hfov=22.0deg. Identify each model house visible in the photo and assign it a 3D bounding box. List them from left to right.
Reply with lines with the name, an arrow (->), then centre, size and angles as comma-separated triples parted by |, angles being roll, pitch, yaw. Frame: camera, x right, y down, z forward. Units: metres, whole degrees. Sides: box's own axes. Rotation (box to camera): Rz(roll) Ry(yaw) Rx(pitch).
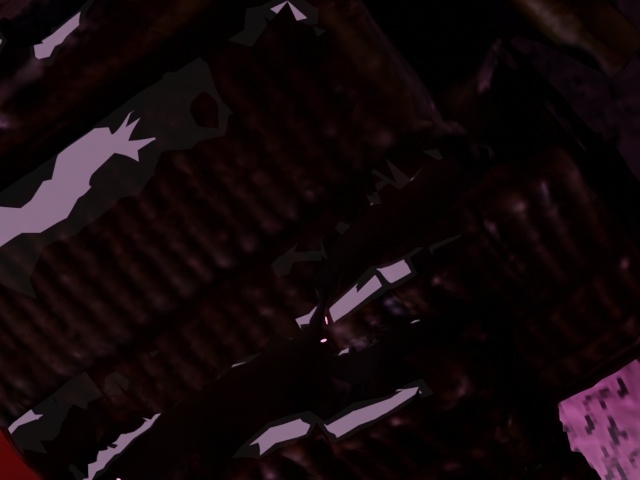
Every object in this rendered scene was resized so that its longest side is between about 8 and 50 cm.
model house -> 0.000, 0.000, 0.598 | 0.282, 0.317, 0.297 | 50, -165, -16

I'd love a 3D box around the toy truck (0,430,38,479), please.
toy truck -> -0.262, 0.156, 1.028 | 0.265, 0.239, 0.189 | 30, 139, 38
